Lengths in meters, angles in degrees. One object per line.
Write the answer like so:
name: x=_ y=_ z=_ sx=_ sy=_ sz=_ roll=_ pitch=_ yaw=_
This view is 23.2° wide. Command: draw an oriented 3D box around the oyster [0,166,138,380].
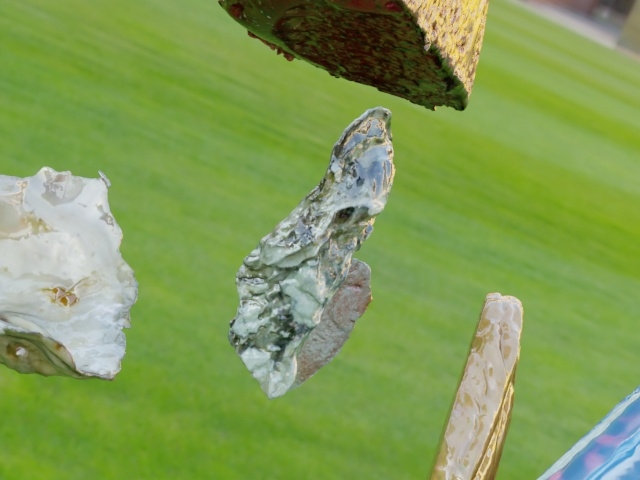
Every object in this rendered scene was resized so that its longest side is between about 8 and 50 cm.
oyster: x=-0.216 y=0.005 z=0.895 sx=0.232 sy=0.107 sz=0.161 roll=30 pitch=24 yaw=-15

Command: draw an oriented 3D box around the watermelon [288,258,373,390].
watermelon: x=-0.007 y=0.085 z=1.756 sx=0.094 sy=0.180 sz=0.081 roll=31 pitch=23 yaw=0

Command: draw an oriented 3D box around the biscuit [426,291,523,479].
biscuit: x=0.098 y=0.178 z=1.119 sx=0.051 sy=0.269 sz=0.376 roll=17 pitch=35 yaw=7

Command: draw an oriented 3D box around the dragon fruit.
dragon fruit: x=0.044 y=-0.185 z=1.097 sx=0.163 sy=0.189 sz=0.261 roll=43 pitch=0 yaw=23

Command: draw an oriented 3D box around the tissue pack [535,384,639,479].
tissue pack: x=0.323 y=0.257 z=1.456 sx=0.198 sy=0.263 sz=0.146 roll=49 pitch=-2 yaw=-4

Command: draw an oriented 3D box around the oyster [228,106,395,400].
oyster: x=-0.003 y=-0.002 z=1.468 sx=0.087 sy=0.199 sz=0.252 roll=28 pitch=53 yaw=14
